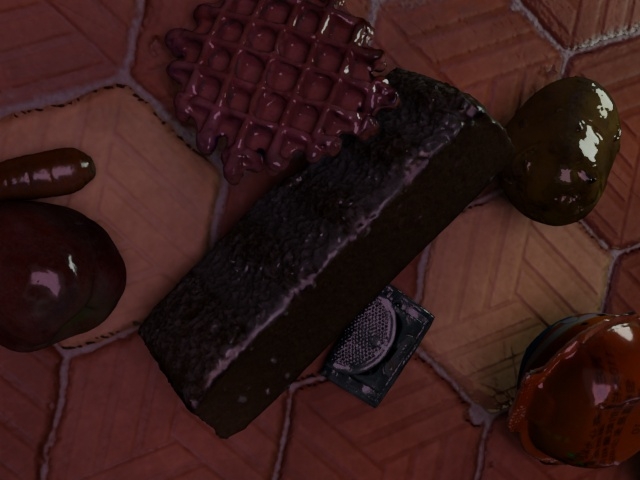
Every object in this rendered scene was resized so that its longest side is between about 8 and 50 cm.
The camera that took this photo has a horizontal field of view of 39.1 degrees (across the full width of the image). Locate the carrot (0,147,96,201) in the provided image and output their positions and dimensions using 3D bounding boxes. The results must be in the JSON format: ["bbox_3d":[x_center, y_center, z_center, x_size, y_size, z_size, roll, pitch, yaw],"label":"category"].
[{"bbox_3d":[-0.331,-0.051,0.888,0.216,0.048,0.048,-14,98,-11],"label":"carrot"}]

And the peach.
[{"bbox_3d":[-0.269,0.024,0.865,0.152,0.152,0.152,-1,95,-17],"label":"peach"}]

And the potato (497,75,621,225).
[{"bbox_3d":[0.270,-0.098,1.023,0.137,0.137,0.176,41,61,-16],"label":"potato"}]

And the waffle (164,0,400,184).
[{"bbox_3d":[-0.046,-0.173,0.906,0.221,0.055,0.234,-23,67,-5],"label":"waffle"}]

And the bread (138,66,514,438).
[{"bbox_3d":[0.000,0.000,0.921,0.416,0.165,0.113,-45,126,-9],"label":"bread"}]

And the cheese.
[{"bbox_3d":[0.353,0.173,1.062,0.329,0.129,0.217,-4,121,-29],"label":"cheese"}]

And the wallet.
[{"bbox_3d":[0.066,0.118,1.026,0.088,0.026,0.129,35,84,-17],"label":"wallet"}]
